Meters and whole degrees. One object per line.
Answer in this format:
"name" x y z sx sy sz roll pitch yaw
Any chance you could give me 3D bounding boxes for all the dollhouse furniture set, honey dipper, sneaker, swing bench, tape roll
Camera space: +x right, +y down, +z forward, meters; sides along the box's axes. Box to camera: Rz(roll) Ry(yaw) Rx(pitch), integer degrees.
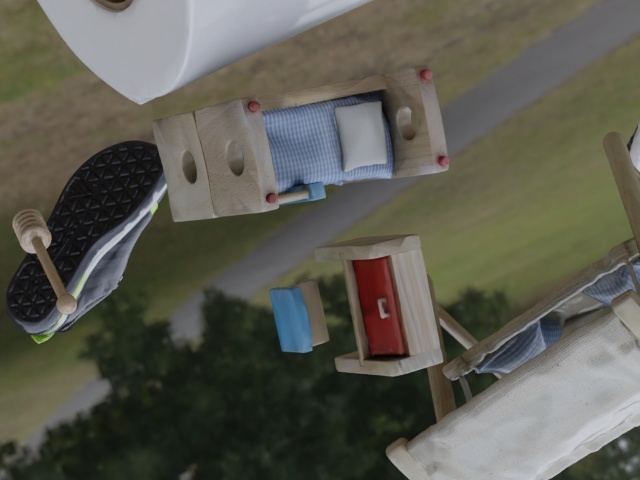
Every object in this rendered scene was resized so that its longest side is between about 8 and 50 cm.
"dollhouse furniture set" 0.000 0.000 0.913 0.129 0.183 0.129 -14 -175 -28
"honey dipper" -0.249 0.021 1.372 0.030 0.030 0.160 -23 -144 -10
"sneaker" -0.226 0.000 1.512 0.234 0.084 0.097 -50 158 3
"swing bench" 0.209 0.090 1.291 0.253 0.165 0.254 -37 -157 29
"tape roll" -0.079 -0.229 0.919 0.169 0.246 0.246 -29 177 -27

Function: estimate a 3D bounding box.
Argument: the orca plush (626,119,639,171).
"orca plush" 0.445 -0.195 1.780 0.151 0.287 0.102 17 -163 -14
